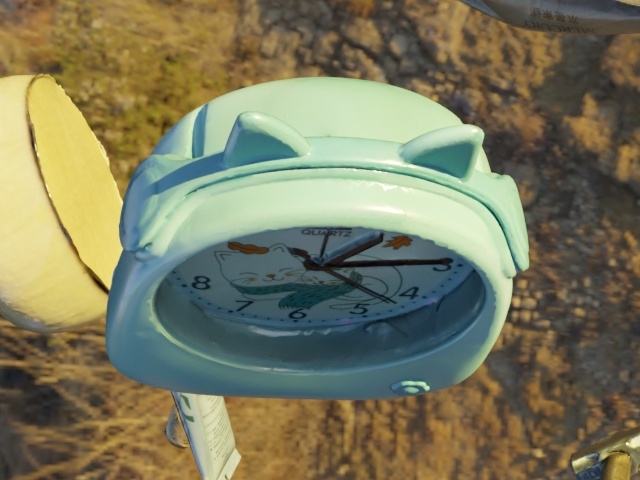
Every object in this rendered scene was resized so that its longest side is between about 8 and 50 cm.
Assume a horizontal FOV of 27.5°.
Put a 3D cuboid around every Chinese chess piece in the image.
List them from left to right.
[{"bbox_3d":[-0.266,-0.035,1.252,0.103,0.250,0.250,-19,66,9],"label":"Chinese chess piece"}]

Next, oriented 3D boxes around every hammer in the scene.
[{"bbox_3d":[0.305,0.300,1.366,0.111,0.365,0.043,-27,100,22],"label":"hammer"}]

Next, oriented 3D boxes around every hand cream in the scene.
[{"bbox_3d":[-0.141,0.163,1.472,0.058,0.091,0.271,-6,116,18],"label":"hand cream"}]

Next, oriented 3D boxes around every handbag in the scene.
[{"bbox_3d":[0.256,-0.264,1.270,0.270,0.182,0.117,17,118,30],"label":"handbag"}]

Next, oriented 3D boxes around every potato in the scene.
[{"bbox_3d":[-0.167,0.225,1.636,0.093,0.037,0.036,-60,27,12],"label":"potato"}]

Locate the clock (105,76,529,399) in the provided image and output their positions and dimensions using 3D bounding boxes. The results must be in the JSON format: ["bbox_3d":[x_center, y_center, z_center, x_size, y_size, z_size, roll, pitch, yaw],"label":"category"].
[{"bbox_3d":[0.000,0.000,0.713,0.274,0.223,0.094,110,160,-58],"label":"clock"}]
